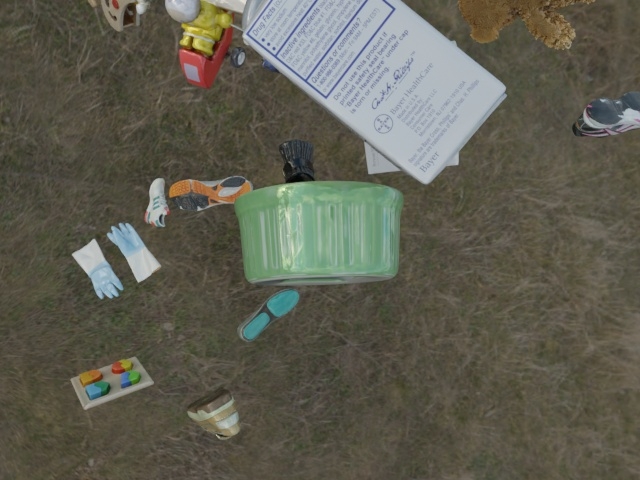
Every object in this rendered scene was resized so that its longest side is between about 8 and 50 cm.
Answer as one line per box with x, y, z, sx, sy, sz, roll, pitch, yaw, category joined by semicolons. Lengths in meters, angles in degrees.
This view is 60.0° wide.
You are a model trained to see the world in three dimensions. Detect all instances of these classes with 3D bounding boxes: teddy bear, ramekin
0.412;-0.471;0.970;0.245;0.338;0.113;48;54;-8;teddy bear
0.000;0.000;0.991;0.304;0.303;0.148;3;81;-33;ramekin

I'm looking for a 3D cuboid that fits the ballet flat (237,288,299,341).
-0.157;0.210;1.620;0.213;0.068;0.072;-39;106;-20;ballet flat

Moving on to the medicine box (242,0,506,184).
0.069;-0.225;0.760;0.289;0.263;0.149;39;100;-3;medicine box

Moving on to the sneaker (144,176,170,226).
-0.508;-0.119;1.771;0.057;0.075;0.161;-25;135;-68;sneaker

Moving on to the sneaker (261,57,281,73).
-0.135;-0.639;1.999;0.221;0.087;0.083;-5;97;-61;sneaker

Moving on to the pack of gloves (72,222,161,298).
-0.621;0.051;1.661;0.195;0.046;0.232;-37;62;-14;pack of gloves

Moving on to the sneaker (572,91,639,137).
0.544;-0.227;1.029;0.178;0.077;0.071;-3;72;-18;sneaker

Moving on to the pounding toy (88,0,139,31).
-0.637;-0.728;1.707;0.155;0.270;0.154;-38;119;-36;pounding toy

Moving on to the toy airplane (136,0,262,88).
-0.291;-0.632;1.425;0.384;0.386;0.272;62;30;-10;toy airplane

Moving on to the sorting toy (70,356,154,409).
-0.605;0.400;1.601;0.193;0.208;0.038;-16;109;-31;sorting toy

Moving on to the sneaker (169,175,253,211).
-0.332;-0.145;1.718;0.263;0.121;0.099;-2;96;7;sneaker

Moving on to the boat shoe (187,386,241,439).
-0.160;0.273;0.852;0.068;0.190;0.072;-30;87;-19;boat shoe

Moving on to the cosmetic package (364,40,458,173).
0.261;-0.379;1.641;0.377;0.285;0.097;77;9;-45;cosmetic package

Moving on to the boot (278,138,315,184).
-0.093;-0.250;2.043;0.131;0.348;0.260;-6;89;7;boot
